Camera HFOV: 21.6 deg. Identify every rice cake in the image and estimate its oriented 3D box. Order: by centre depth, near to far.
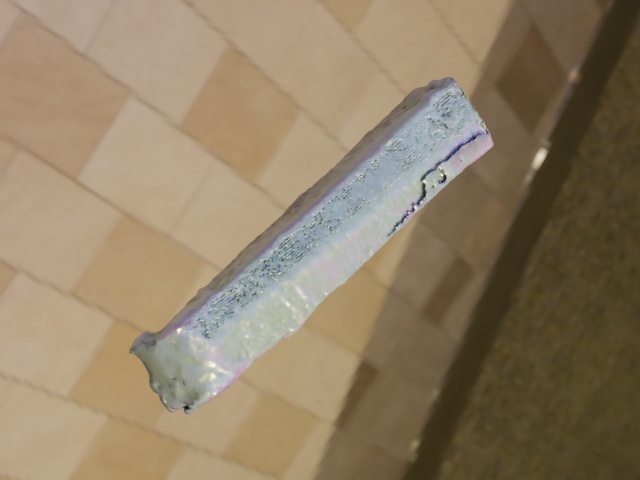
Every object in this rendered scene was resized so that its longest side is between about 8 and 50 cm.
[{"bbox_3d":[0.000,0.000,0.753,0.211,0.043,0.034,-43,-166,-29],"label":"rice cake"}]
